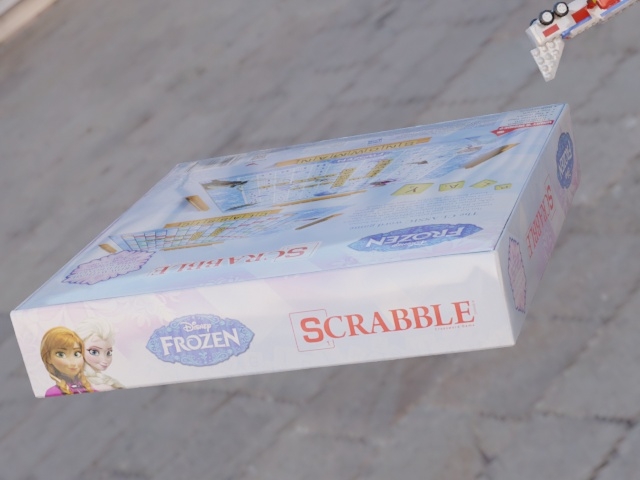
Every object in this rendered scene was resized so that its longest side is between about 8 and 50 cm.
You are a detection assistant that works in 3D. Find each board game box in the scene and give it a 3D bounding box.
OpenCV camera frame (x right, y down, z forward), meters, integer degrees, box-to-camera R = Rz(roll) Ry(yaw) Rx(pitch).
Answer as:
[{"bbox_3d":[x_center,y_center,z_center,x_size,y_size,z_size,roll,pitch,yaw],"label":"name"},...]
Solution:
[{"bbox_3d":[0.000,0.000,1.151,0.319,0.066,0.318,-8,18,20],"label":"board game box"}]

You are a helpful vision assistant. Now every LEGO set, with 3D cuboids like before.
[{"bbox_3d":[0.269,-0.212,1.350,0.244,0.060,0.182,-31,-1,38],"label":"LEGO set"}]
